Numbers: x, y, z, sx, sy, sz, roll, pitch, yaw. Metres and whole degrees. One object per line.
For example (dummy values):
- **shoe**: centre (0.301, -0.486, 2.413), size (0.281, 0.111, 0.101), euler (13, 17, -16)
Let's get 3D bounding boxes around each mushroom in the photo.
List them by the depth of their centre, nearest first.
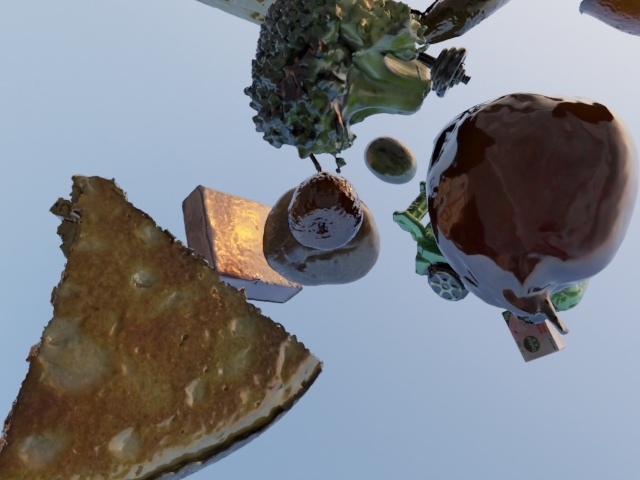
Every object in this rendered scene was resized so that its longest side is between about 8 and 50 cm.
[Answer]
- **mushroom**: centre (0.000, 0.000, 1.215), size (0.278, 0.278, 0.146), euler (-13, -156, 2)

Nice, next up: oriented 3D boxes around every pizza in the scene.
- **pizza**: centre (-0.226, 0.107, 0.688), size (0.439, 0.130, 0.406), euler (-16, -94, -34)

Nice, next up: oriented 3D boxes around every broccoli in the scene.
- **broccoli**: centre (0.033, -0.267, 0.829), size (0.280, 0.293, 0.348), euler (16, -147, -9)

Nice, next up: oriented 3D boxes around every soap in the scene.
- **soap**: centre (-0.208, 0.014, 1.403), size (0.107, 0.296, 0.286), euler (-36, -124, 32)

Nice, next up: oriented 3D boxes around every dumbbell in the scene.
- **dumbbell**: centre (0.196, -0.387, 1.090), size (0.254, 0.110, 0.110), euler (29, -112, 9)

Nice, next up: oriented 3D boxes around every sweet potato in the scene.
- **sweet potato**: centre (0.284, -0.457, 1.012), size (0.309, 0.098, 0.124), euler (-24, -162, -2)

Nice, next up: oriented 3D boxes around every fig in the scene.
- **fig**: centre (0.001, -0.084, 0.968), size (0.133, 0.146, 0.201), euler (21, -144, -26)

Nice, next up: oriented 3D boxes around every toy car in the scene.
- **toy car**: centre (0.337, 0.011, 1.032), size (0.358, 0.177, 0.213), euler (15, -138, 34)

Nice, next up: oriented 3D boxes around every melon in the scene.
- **melon**: centre (0.179, -0.212, 1.360), size (0.114, 0.114, 0.167), euler (-36, -126, -12)

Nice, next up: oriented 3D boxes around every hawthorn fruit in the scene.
- **hawthorn fruit**: centre (0.309, -0.062, 0.797), size (0.308, 0.308, 0.325), euler (19, -82, 19)

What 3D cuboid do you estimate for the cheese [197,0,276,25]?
- **cheese**: centre (-0.163, -0.566, 1.109), size (0.383, 0.384, 0.104), euler (21, -93, 20)

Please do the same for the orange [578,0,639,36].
- **orange**: centre (0.505, -0.412, 0.725), size (0.310, 0.274, 0.274), euler (4, -126, -28)

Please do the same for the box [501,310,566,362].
- **box**: centre (0.477, 0.199, 1.171), size (0.043, 0.089, 0.125), euler (-2, -118, -44)
